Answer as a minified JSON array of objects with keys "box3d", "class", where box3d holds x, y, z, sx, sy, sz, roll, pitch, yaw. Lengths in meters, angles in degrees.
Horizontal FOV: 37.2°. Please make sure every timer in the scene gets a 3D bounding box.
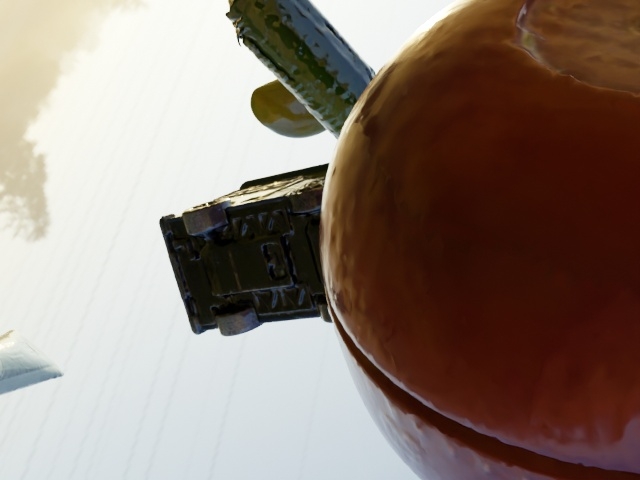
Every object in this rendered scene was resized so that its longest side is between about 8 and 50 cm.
[{"box3d":[0.187,-0.006,0.539,0.378,0.279,0.378,-7,-143,5],"class":"timer"}]

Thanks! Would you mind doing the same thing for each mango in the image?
[{"box3d":[-0.031,-0.238,1.647,0.191,0.122,0.085,-33,-163,-24],"class":"mango"}]

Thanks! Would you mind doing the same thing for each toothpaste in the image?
[{"box3d":[-0.405,0.156,1.160,0.061,0.099,0.392,-48,178,-1],"class":"toothpaste"}]

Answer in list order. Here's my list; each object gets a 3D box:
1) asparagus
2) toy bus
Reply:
[{"box3d":[0.012,-0.242,1.403,0.128,0.382,0.108,-51,-163,-23],"class":"asparagus"},{"box3d":[0.000,0.000,0.957,0.287,0.138,0.175,-9,-169,35],"class":"toy bus"}]
